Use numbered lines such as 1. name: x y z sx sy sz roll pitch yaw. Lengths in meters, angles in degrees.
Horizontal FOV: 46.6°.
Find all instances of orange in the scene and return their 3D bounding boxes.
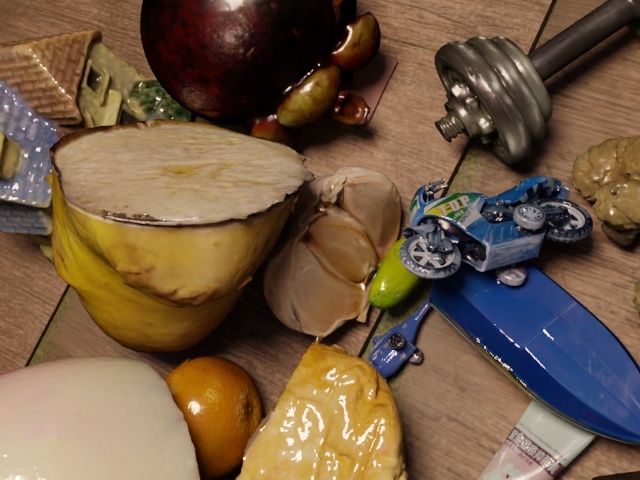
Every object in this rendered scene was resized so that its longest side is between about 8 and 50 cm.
1. orange: -0.145 0.223 0.933 0.134 0.154 0.155 -18 68 18

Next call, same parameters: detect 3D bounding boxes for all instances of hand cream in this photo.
1. hand cream: 0.191 0.309 0.847 0.331 0.058 0.085 -48 45 -6

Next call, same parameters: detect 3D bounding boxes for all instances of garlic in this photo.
1. garlic: 0.000 0.000 0.954 0.142 0.178 0.229 25 69 46

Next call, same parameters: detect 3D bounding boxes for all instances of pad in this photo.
1. pad: 0.012 -0.245 1.115 0.187 0.006 0.113 22 82 25

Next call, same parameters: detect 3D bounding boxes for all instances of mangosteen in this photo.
1. mangosteen: -0.071 -0.272 1.002 0.307 0.307 0.347 -41 94 2

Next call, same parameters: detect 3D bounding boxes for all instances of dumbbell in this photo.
1. dumbbell: 0.318 -0.248 0.918 0.406 0.179 0.179 -34 65 4

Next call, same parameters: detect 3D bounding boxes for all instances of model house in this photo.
1. model house: -0.362 -0.146 1.069 0.261 0.266 0.321 0 72 23

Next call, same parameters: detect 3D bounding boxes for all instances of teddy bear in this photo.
1. teddy bear: 0.429 -0.023 0.819 0.267 0.156 0.256 -8 72 15

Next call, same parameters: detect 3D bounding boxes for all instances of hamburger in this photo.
1. hamburger: 0.014 0.301 0.847 0.209 0.162 0.330 24 79 21

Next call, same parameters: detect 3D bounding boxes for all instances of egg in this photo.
1. egg: -0.338 0.314 0.801 0.354 0.339 0.355 6 97 55

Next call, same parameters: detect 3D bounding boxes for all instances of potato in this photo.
1. potato: -0.167 0.030 0.897 0.397 0.289 0.296 37 130 51

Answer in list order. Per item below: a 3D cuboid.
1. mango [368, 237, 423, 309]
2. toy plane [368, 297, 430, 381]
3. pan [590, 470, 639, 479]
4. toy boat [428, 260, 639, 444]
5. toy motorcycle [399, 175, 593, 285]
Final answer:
1. mango: 0.096 0.044 0.927 0.056 0.073 0.108 33 53 17
2. toy plane: 0.108 0.112 0.943 0.167 0.054 0.062 -51 39 -2
3. pan: 0.369 0.307 0.784 0.202 0.048 0.128 -14 71 15
4. toy boat: 0.264 0.123 0.851 0.129 0.088 0.295 -35 59 -18
5. toy motorcycle: 0.191 -0.022 0.859 0.254 0.092 0.135 -12 41 -19
